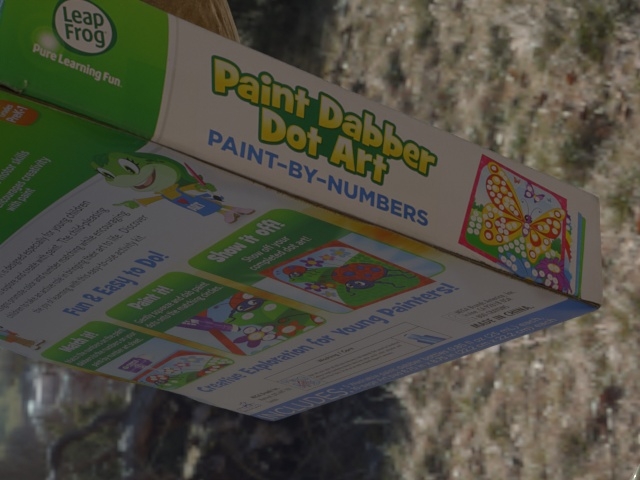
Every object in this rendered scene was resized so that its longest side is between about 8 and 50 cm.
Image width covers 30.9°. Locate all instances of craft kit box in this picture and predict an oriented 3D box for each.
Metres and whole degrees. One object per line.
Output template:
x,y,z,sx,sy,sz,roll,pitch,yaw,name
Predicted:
-0.059,0.006,0.487,0.250,0.247,0.061,-28,52,51,craft kit box

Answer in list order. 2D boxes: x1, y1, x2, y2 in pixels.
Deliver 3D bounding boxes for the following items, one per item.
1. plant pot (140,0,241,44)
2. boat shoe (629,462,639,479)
-0.142,-0.090,0.770,0.237,0.237,0.254,138,137,-57,plant pot
0.306,0.195,0.915,0.103,0.302,0.113,29,87,21,boat shoe
